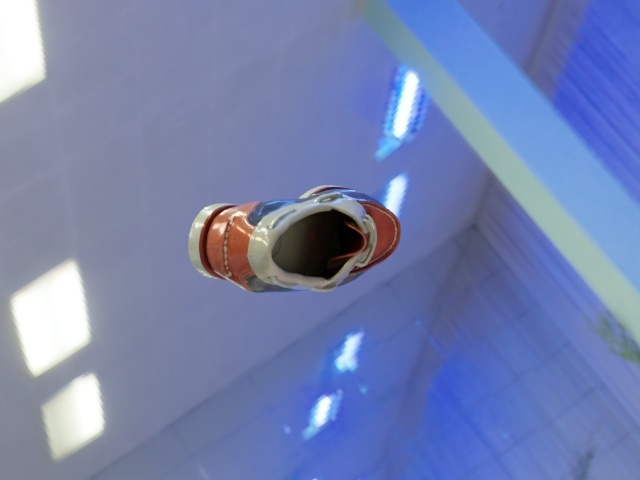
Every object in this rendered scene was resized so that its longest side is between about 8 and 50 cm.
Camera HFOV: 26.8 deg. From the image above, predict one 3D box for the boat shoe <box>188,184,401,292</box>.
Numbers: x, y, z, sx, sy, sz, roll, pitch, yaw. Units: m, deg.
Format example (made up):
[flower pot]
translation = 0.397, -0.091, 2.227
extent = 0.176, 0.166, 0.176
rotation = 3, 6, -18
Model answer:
[boat shoe]
translation = 0.000, 0.000, 0.602
extent = 0.043, 0.049, 0.137
rotation = 4, 4, 35
